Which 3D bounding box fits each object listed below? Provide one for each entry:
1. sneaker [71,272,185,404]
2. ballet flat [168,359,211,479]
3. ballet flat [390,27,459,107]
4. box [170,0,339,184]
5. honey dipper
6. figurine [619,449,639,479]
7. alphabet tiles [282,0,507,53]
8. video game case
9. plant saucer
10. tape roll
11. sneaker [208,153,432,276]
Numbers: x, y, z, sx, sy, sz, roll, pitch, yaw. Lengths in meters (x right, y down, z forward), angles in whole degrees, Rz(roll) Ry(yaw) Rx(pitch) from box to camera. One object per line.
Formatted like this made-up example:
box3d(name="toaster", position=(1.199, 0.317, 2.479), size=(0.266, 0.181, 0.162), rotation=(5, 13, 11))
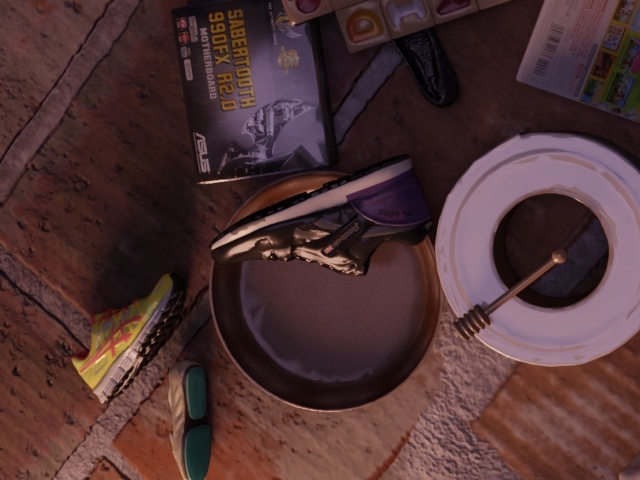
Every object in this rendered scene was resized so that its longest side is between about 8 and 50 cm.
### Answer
box3d(name="sneaker", position=(-0.261, 0.116, 2.069), size=(0.094, 0.081, 0.208), rotation=(41, 105, 11))
box3d(name="ballet flat", position=(-0.177, 0.242, 2.080), size=(0.052, 0.057, 0.168), rotation=(3, 93, 43))
box3d(name="ballet flat", position=(0.120, -0.244, 1.939), size=(0.057, 0.049, 0.173), rotation=(-34, 86, 15))
box3d(name="box", position=(-0.084, -0.197, 1.998), size=(0.183, 0.056, 0.231), rotation=(-7, 94, 17))
box3d(name="honey dipper", position=(0.228, 0.063, 1.848), size=(0.161, 0.030, 0.030), rotation=(-38, 85, 14))
box3d(name="figurine", position=(0.478, 0.328, 1.831), size=(0.209, 0.092, 0.214), rotation=(-17, 90, 46))
box3d(name="alphabet tiles", position=(0.092, -0.393, 1.876), size=(0.343, 0.011, 0.285), rotation=(-17, 106, 15))
box3d(name="video game case", position=(0.364, -0.259, 1.834), size=(0.206, 0.026, 0.227), rotation=(19, 116, 3))
box3d(name="plant saucer", position=(0.009, 0.064, 2.003), size=(0.311, 0.050, 0.310), rotation=(2, 96, 15))
box3d(name="tape roll", position=(0.286, 0.006, 1.892), size=(0.286, 0.100, 0.286), rotation=(2, 97, 16))
box3d(name="sneaker", position=(0.000, 0.000, 1.924), size=(0.283, 0.107, 0.124), rotation=(-21, 95, 17))
